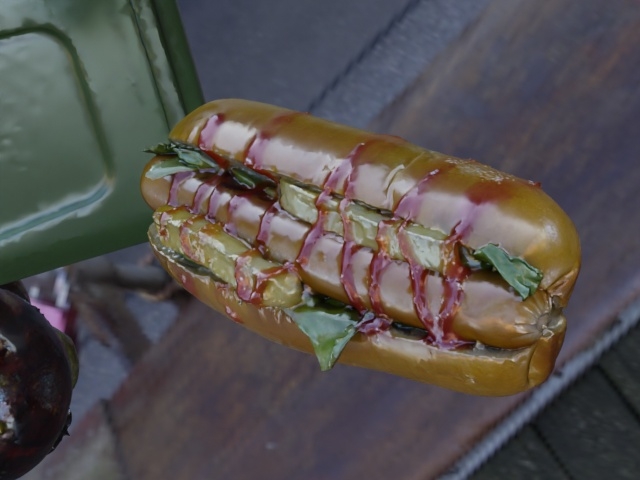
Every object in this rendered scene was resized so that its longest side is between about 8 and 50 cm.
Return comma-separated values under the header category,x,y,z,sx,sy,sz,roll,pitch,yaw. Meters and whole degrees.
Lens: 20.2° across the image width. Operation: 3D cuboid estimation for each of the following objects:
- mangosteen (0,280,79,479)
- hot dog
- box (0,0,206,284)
category,x,y,z,sx,sy,sz,roll,pitch,yaw
mangosteen,-0.271,0.104,1.400,0.172,0.172,0.184,-37,24,21
hot dog,0.000,0.000,0.778,0.250,0.076,0.104,21,105,40
box,-0.198,-0.132,1.097,0.178,0.252,0.328,-22,33,-14
